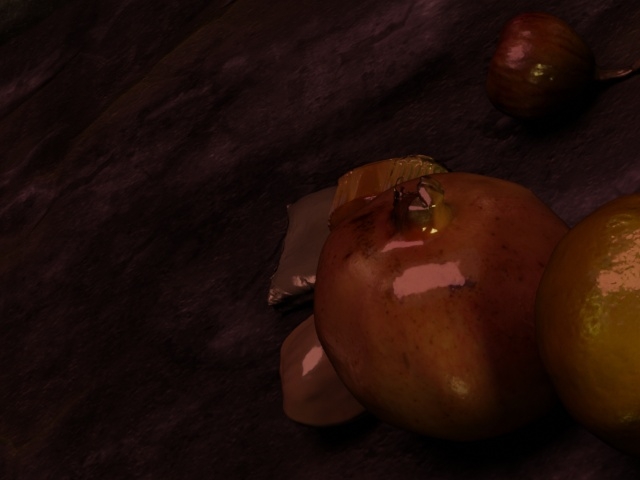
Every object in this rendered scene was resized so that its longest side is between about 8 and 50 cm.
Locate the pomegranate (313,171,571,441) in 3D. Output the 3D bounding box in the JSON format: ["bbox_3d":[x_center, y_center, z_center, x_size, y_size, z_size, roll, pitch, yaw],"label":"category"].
[{"bbox_3d":[0.145,0.061,1.684,0.338,0.338,0.338,-26,35,20],"label":"pomegranate"}]

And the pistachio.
[{"bbox_3d":[0.032,0.150,1.877,0.152,0.126,0.223,32,66,21],"label":"pistachio"}]

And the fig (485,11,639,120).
[{"bbox_3d":[0.320,-0.242,2.053,0.149,0.202,0.148,61,137,46],"label":"fig"}]

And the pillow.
[{"bbox_3d":[0.000,0.000,2.153,0.148,0.050,0.229,-14,41,21],"label":"pillow"}]

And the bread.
[{"bbox_3d":[0.102,-0.039,2.018,0.190,0.132,0.114,-17,41,35],"label":"bread"}]

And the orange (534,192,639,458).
[{"bbox_3d":[0.354,0.084,1.492,0.235,0.279,0.279,-18,38,47],"label":"orange"}]
